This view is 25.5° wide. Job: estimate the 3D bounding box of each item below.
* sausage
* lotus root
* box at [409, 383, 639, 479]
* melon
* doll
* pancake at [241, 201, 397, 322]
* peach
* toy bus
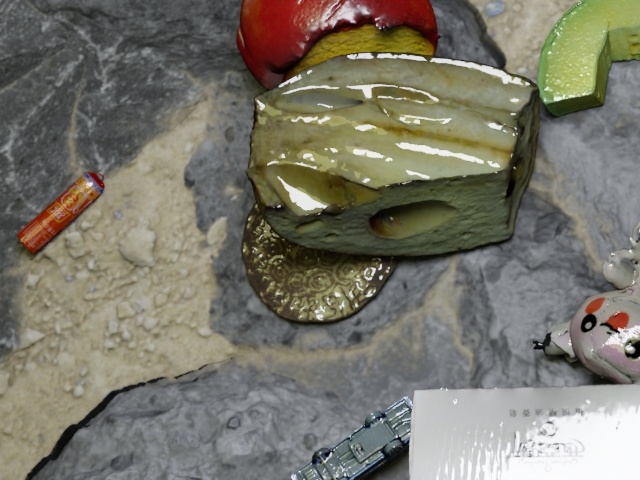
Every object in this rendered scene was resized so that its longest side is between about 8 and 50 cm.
[{"bbox_3d":[-0.310,-0.038,1.712,0.129,0.034,0.034,-41,66,0],"label":"sausage"},{"bbox_3d":[0.081,-0.087,1.550,0.314,0.142,0.210,4,64,3],"label":"lotus root"},{"bbox_3d":[0.231,0.223,1.381,0.260,0.194,0.111,-5,60,14],"label":"box"},{"bbox_3d":[0.336,-0.220,1.580,0.210,0.064,0.118,-17,67,7],"label":"melon"},{"bbox_3d":[0.332,0.076,1.464,0.149,0.095,0.192,38,87,29],"label":"doll"},{"bbox_3d":[0.000,0.000,1.620,0.199,0.021,0.199,-5,71,14],"label":"pancake"},{"bbox_3d":[0.021,-0.238,1.608,0.226,0.196,0.189,25,118,18],"label":"peach"},{"bbox_3d":[0.045,0.229,1.509,0.153,0.061,0.051,-35,65,0],"label":"toy bus"}]
